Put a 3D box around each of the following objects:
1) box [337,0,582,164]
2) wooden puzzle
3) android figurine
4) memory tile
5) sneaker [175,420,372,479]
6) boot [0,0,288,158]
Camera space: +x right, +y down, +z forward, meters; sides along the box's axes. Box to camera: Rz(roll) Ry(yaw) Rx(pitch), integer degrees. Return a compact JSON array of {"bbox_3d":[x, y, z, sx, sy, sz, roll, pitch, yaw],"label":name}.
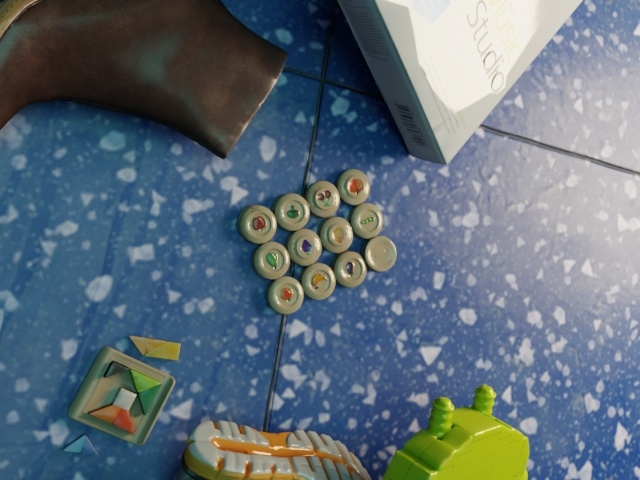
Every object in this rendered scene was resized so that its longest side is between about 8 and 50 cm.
[{"bbox_3d":[0.162,-0.268,0.715,0.322,0.058,0.232,-50,133,-18],"label":"box"},{"bbox_3d":[-0.173,0.136,0.630,0.078,0.014,0.116,23,80,-21],"label":"wooden puzzle"},{"bbox_3d":[0.115,0.269,0.679,0.248,0.056,0.273,-5,108,-40],"label":"android figurine"},{"bbox_3d":[0.000,0.000,0.710,0.148,0.012,0.113,-23,97,-23],"label":"memory tile"},{"bbox_3d":[-0.037,0.226,0.658,0.215,0.084,0.083,22,107,-26],"label":"sneaker"},{"bbox_3d":[-0.161,-0.133,0.603,0.207,0.090,0.248,37,71,-15],"label":"boot"}]
